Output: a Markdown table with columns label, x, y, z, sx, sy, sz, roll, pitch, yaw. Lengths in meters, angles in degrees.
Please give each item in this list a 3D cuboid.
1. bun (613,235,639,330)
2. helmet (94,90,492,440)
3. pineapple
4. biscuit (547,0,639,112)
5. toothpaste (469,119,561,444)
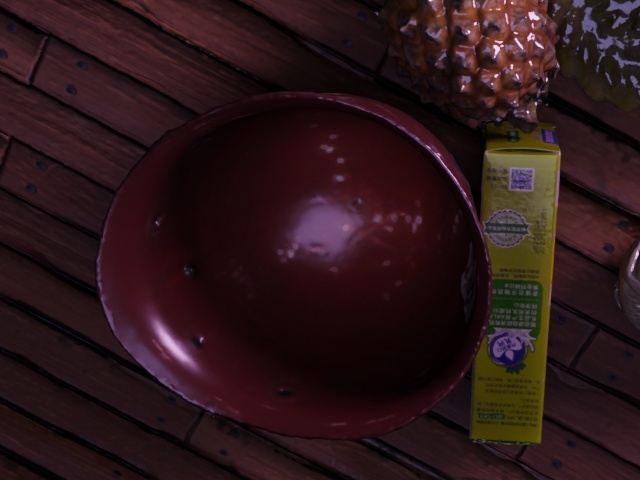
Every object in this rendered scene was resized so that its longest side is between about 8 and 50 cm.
| label | x | y | z | sx | sy | sz | roll | pitch | yaw |
| --- | --- | --- | --- | --- | --- | --- | --- | --- | --- |
| bun | 0.387 | 0.036 | 1.212 | 0.173 | 0.113 | 0.166 | 22 | 153 | -11 |
| helmet | 0.000 | 0.000 | 1.200 | 0.384 | 0.230 | 0.338 | -15 | 105 | 25 |
| pineapple | 0.149 | -0.182 | 1.150 | 0.166 | 0.166 | 0.193 | -32 | 96 | 18 |
| biscuit | 0.310 | -0.218 | 1.176 | 0.273 | 0.036 | 0.187 | 32 | 111 | -3 |
| toothpaste | 0.197 | 0.043 | 1.247 | 0.077 | 0.110 | 0.328 | 2 | 110 | 6 |
